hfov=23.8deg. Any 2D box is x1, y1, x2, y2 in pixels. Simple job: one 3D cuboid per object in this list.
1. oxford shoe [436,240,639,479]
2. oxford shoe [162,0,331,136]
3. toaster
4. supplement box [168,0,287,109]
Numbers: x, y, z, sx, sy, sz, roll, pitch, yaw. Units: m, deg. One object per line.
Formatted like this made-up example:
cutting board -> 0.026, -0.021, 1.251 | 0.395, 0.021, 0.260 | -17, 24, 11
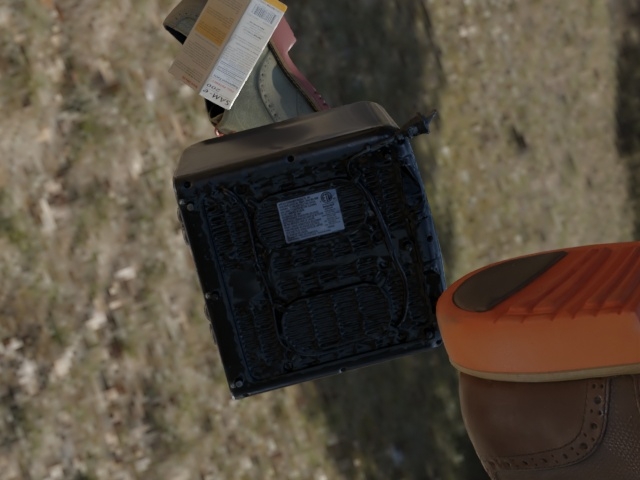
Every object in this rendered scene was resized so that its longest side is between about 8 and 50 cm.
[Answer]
oxford shoe -> 0.236, 0.073, 0.709 | 0.130, 0.364, 0.132 | -35, 118, -52
oxford shoe -> -0.066, -0.142, 1.759 | 0.348, 0.130, 0.123 | 60, -19, -18
toaster -> 0.000, 0.000, 1.048 | 0.110, 0.186, 0.168 | -106, -178, -71
supplement box -> -0.077, -0.165, 1.248 | 0.036, 0.098, 0.062 | 25, 9, -37
